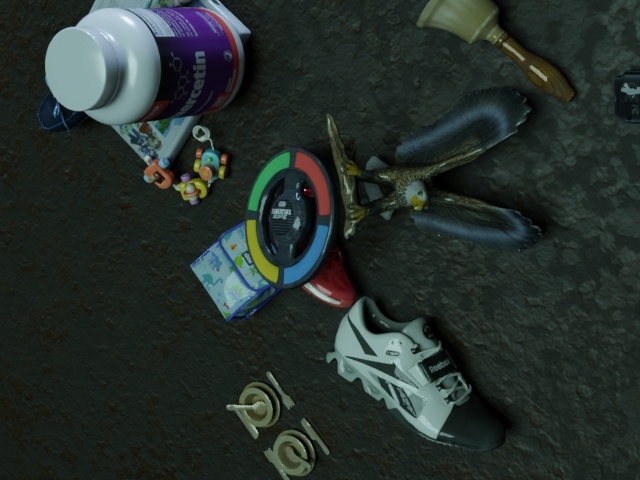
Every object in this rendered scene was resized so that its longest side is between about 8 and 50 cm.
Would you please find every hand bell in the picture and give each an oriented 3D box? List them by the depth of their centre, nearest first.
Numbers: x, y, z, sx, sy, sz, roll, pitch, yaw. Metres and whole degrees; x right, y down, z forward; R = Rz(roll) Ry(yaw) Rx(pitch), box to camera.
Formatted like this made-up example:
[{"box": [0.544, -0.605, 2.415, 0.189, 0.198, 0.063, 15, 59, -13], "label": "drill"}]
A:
[{"box": [0.271, -0.285, 1.577, 0.242, 0.126, 0.126, 40, 120, 5], "label": "hand bell"}]

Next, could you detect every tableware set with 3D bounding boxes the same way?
[{"box": [-0.085, 0.345, 1.971, 0.194, 0.039, 0.128, 52, 123, 12], "label": "tableware set"}]

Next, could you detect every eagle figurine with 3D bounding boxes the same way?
[{"box": [0.174, -0.088, 1.645, 0.298, 0.225, 0.226, -9, 141, 5], "label": "eagle figurine"}]

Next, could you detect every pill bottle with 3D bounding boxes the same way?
[{"box": [-0.277, -0.280, 1.741, 0.181, 0.323, 0.181, 8, 105, 31], "label": "pill bottle"}]

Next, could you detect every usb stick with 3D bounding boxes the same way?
[{"box": [0.531, -0.188, 1.447, 0.278, 0.045, 0.077, 6, 111, 32], "label": "usb stick"}]

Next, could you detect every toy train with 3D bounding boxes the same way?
[{"box": [-0.242, -0.125, 1.939, 0.166, 0.046, 0.125, -35, 105, 32], "label": "toy train"}]

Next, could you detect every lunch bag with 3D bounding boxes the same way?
[{"box": [-0.131, 0.049, 1.908, 0.151, 0.096, 0.129, -39, 76, 18], "label": "lunch bag"}]

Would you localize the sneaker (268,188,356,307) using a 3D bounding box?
[{"box": [0.000, 0.000, 1.806, 0.221, 0.087, 0.128, 46, 121, 19], "label": "sneaker"}]

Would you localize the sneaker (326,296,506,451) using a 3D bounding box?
[{"box": [0.160, 0.206, 1.730, 0.330, 0.122, 0.146, 31, 118, 23], "label": "sneaker"}]

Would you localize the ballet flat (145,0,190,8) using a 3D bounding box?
[{"box": [-0.227, -0.462, 1.839, 0.079, 0.077, 0.221, 21, 93, 0], "label": "ballet flat"}]

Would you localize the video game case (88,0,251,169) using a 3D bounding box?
[{"box": [-0.306, -0.338, 1.964, 0.300, 0.036, 0.329, 46, 120, 16], "label": "video game case"}]

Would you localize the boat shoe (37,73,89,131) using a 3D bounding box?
[{"box": [-0.450, -0.288, 1.990, 0.258, 0.089, 0.109, -40, 78, 33], "label": "boat shoe"}]

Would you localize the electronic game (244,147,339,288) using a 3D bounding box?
[{"box": [-0.049, -0.036, 1.758, 0.229, 0.048, 0.229, -9, 78, 49], "label": "electronic game"}]
